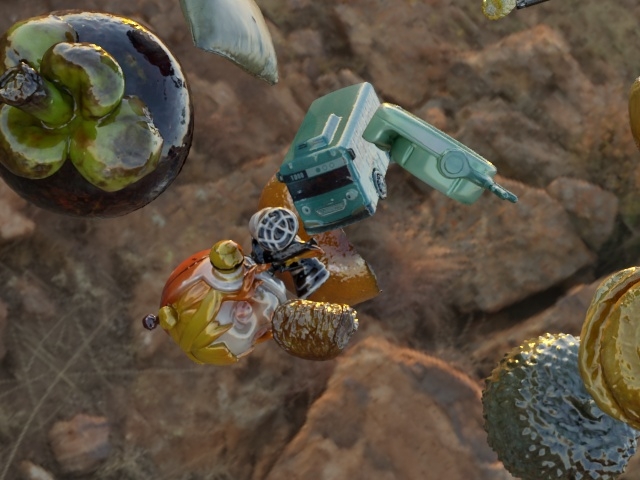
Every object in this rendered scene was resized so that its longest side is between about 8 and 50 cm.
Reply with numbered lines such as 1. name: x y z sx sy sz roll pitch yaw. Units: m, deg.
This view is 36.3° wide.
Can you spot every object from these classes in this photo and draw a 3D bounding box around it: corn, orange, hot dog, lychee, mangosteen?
1. corn: 0.379 -0.507 2.052 0.067 0.067 0.206 45 30 -3
2. orange: 0.000 0.003 2.050 0.310 0.274 0.274 25 37 -12
3. hot dog: -0.006 0.135 1.524 0.065 0.147 0.099 59 44 -43
4. lychee: 0.383 0.279 1.568 0.255 0.274 0.255 2 70 -7
5. mangosteen: -0.213 -0.108 0.840 0.192 0.192 0.217 49 13 3

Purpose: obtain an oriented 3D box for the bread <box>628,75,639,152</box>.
1. bread: 0.456 -0.160 1.267 0.082 0.106 0.125 -17 101 -47

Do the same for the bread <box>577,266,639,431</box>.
1. bread: 0.416 0.131 1.114 0.120 0.236 0.198 41 64 -67

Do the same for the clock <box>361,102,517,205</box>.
1. clock: 0.164 -0.104 1.300 0.211 0.066 0.159 36 12 20

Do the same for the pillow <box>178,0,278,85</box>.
1. pillow: -0.158 -0.373 1.647 0.302 0.075 0.185 10 62 -68

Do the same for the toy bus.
1. toy bus: 0.030 -0.133 1.520 0.147 0.128 0.256 62 26 -24

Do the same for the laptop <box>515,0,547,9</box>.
1. laptop: 0.404 -0.446 1.595 0.016 0.180 0.129 52 33 -47

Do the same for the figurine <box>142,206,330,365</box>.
1. figurine: -0.152 0.090 1.735 0.196 0.323 0.320 41 -13 35
